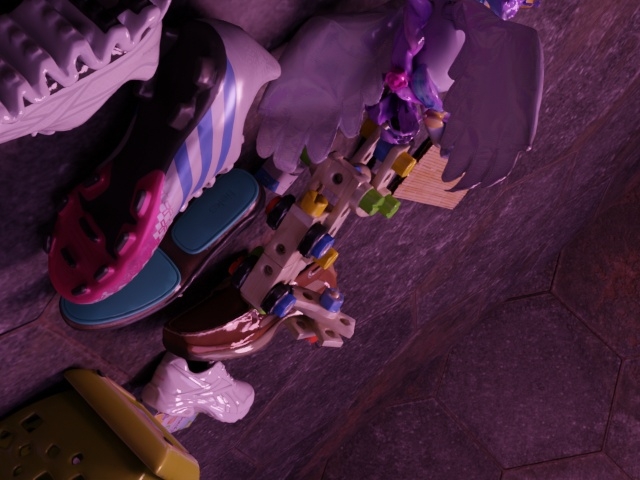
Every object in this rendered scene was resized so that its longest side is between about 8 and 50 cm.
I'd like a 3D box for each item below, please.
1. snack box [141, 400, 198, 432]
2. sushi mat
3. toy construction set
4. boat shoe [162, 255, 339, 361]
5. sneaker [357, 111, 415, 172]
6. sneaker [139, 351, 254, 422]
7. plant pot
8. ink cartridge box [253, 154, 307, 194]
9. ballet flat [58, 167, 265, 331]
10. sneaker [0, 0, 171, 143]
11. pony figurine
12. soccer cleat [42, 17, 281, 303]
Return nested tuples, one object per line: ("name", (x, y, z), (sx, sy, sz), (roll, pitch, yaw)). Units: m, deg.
("snack box", (-0.258, 0.291, 1.339), (0.100, 0.037, 0.141), (-52, 156, 22))
("sushi mat", (0.235, -0.129, 1.450), (0.151, 0.019, 0.316), (-50, 157, 18))
("toy construction set", (0.000, 0.000, 1.041), (0.215, 0.151, 0.328), (-29, 141, -59))
("boat shoe", (-0.097, 0.077, 1.158), (0.324, 0.122, 0.120), (-21, 119, -48))
("sneaker", (0.108, -0.154, 1.155), (0.089, 0.051, 0.170), (-22, 154, -42))
("sneaker", (-0.177, 0.227, 1.272), (0.232, 0.090, 0.115), (19, 96, -55))
("plant pot", (-0.309, 0.317, 1.071), (0.207, 0.227, 0.228), (-45, 158, -13))
("ink cartridge box", (-0.042, -0.102, 1.016), (0.083, 0.028, 0.048), (-49, 158, 10))
("ballet flat", (-0.177, 0.022, 0.934), (0.280, 0.095, 0.096), (-36, 169, -17))
("sneaker", (-0.236, -0.111, 0.587), (0.292, 0.110, 0.118), (-34, 165, -22))
("pony figurine", (0.125, -0.212, 0.856), (0.363, 0.303, 0.351), (21, 81, -62))
("soccer cleat", (-0.151, -0.065, 0.783), (0.331, 0.116, 0.143), (-53, 156, 22))
